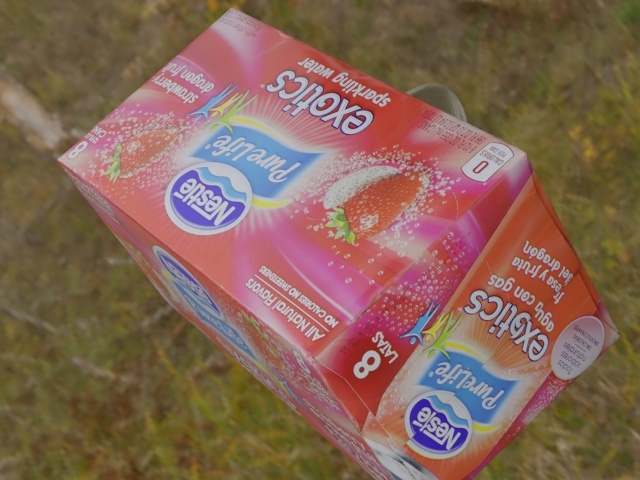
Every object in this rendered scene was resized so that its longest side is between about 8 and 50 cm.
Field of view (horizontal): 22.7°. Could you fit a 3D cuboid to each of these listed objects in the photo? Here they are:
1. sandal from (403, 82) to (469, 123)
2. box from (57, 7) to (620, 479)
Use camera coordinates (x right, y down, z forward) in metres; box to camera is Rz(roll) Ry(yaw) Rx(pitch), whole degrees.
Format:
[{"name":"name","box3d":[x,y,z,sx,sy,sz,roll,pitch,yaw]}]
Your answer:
[{"name":"sandal","box3d":[0.050,-0.047,1.051,0.049,0.072,0.180,-24,12,49]},{"name":"box","box3d":[0.000,0.000,0.759,0.128,0.123,0.257,-42,38,-10]}]
